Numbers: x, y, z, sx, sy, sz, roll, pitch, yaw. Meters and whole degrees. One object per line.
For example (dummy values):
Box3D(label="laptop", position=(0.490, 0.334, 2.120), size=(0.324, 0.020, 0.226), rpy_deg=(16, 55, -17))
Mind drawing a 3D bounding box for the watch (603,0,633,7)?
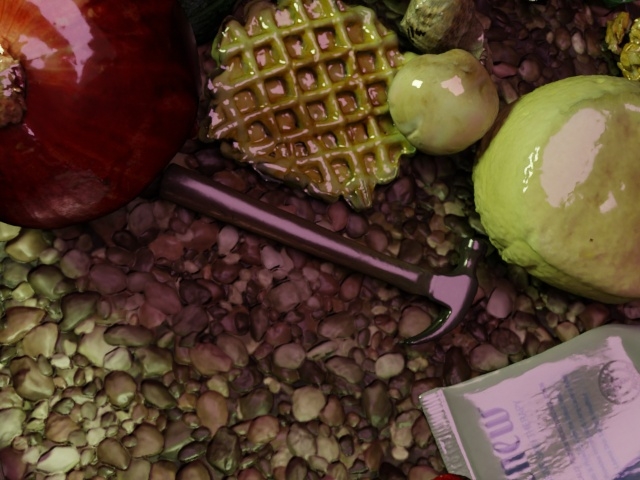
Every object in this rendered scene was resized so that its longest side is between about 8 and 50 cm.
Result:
Box3D(label="watch", position=(0.466, -0.462, 1.204), size=(0.165, 0.131, 0.152), rpy_deg=(10, 66, -41))

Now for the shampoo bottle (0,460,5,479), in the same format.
Box3D(label="shampoo bottle", position=(-0.374, 0.327, 0.824), size=(0.104, 0.104, 0.278), rpy_deg=(-16, 80, -17))

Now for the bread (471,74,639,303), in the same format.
Box3D(label="bread", position=(0.367, -0.072, 1.047), size=(0.320, 0.237, 0.321), rpy_deg=(0, 90, -8))

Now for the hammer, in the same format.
Box3D(label="hammer", position=(0.000, 0.000, 1.026), size=(0.439, 0.044, 0.169), rpy_deg=(23, 81, -5))

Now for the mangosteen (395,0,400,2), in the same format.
Box3D(label="mangosteen", position=(0.085, -0.454, 1.104), size=(0.194, 0.194, 0.231), rpy_deg=(-34, 110, -19))

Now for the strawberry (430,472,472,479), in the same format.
Box3D(label="strawberry", position=(0.158, 0.341, 0.954), size=(0.106, 0.106, 0.106), rpy_deg=(3, 75, -13))

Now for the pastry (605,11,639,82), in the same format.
Box3D(label="pastry", position=(0.554, -0.326, 1.218), size=(0.249, 0.102, 0.154), rpy_deg=(-30, 84, -18))

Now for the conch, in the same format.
Box3D(label="conch", position=(0.192, -0.323, 1.116), size=(0.207, 0.130, 0.155), rpy_deg=(42, 54, -19))

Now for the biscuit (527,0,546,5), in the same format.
Box3D(label="biscuit", position=(0.277, -0.456, 1.203), size=(0.235, 0.063, 0.151), rpy_deg=(18, 73, 0))

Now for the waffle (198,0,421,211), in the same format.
Box3D(label="waffle", position=(-0.003, -0.201, 1.070), size=(0.317, 0.073, 0.297), rpy_deg=(26, 77, -14))

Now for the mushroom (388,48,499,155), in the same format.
Box3D(label="mushroom", position=(0.163, -0.184, 1.035), size=(0.148, 0.148, 0.112), rpy_deg=(44, 27, 0))

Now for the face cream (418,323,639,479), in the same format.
Box3D(label="face cream", position=(0.365, 0.240, 1.039), size=(0.420, 0.137, 0.235), rpy_deg=(-21, 83, -6))

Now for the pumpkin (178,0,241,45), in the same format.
Box3D(label="pumpkin", position=(-0.226, -0.413, 1.005), size=(0.292, 0.197, 0.264), rpy_deg=(17, 75, -6))

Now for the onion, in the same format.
Box3D(label="onion", position=(-0.290, -0.182, 0.869), size=(0.341, 0.341, 0.342), rpy_deg=(3, 75, -13))
